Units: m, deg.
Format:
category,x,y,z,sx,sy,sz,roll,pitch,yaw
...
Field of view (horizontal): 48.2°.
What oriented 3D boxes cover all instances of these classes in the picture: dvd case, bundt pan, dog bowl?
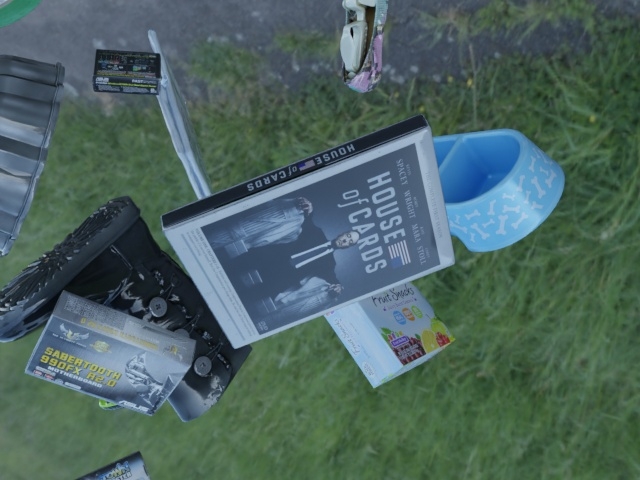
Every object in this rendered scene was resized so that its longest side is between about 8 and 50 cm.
category,x,y,z,sx,sy,sz,roll,pitch,yaw
dvd case,0.000,0.000,0.658,0.239,0.029,0.179,-21,135,0
bundt pan,-0.518,-0.146,1.132,0.124,0.330,0.331,18,159,-30
dog bowl,0.181,-0.074,0.973,0.074,0.166,0.297,47,156,-28

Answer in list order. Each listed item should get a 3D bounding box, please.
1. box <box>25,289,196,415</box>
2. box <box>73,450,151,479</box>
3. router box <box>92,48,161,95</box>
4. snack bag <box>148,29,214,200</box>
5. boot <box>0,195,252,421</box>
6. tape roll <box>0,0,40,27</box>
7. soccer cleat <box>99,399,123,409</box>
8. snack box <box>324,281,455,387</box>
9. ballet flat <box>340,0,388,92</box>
category,x,y,z,sx,sy,sz,roll,pitch,yaw
box,-0.346,0.192,1.181,0.231,0.056,0.183,25,132,-18
box,-0.305,0.362,0.898,0.114,0.207,0.036,62,163,21
router box,-0.359,-0.314,1.336,0.122,0.092,0.038,1,134,-12
snack bag,-0.300,-0.242,1.551,0.037,0.342,0.323,-19,156,-3
boot,-0.379,0.195,1.412,0.146,0.367,0.445,12,140,52
tape roll,-0.672,-0.544,1.332,0.321,0.077,0.321,-16,148,-10
soccer cleat,-0.386,0.339,1.551,0.179,0.060,0.072,-16,126,-8
snack box,0.103,0.122,1.133,0.070,0.207,0.174,-43,71,26
ballet flat,0.067,-0.360,1.190,0.077,0.221,0.079,8,-172,37
